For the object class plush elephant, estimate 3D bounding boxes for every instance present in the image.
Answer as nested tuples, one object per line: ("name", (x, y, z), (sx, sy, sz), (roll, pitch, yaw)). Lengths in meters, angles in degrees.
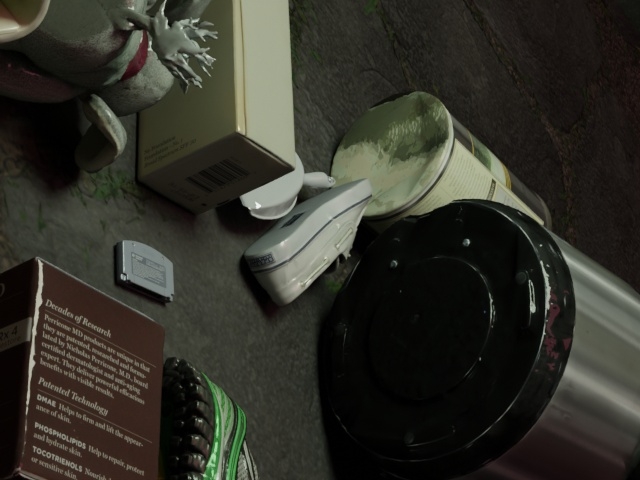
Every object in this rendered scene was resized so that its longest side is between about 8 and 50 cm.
("plush elephant", (-0.240, -0.226, 1.518), (0.330, 0.255, 0.272), (35, 76, 7))

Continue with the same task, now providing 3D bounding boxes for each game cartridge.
("game cartridge", (-0.195, 0.032, 1.622), (0.083, 0.017, 0.056), (29, 51, -47))

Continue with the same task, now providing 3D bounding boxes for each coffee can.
("coffee can", (0.174, -0.055, 2.084), (0.275, 0.201, 0.202), (38, 41, -41))

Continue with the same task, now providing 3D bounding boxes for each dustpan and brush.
("dustpan and brush", (-0.051, -0.086, 1.871), (0.211, 0.060, 0.147), (-5, 58, -39))

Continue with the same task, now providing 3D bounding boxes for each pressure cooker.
("pressure cooker", (0.260, 0.176, 1.892), (0.420, 0.375, 0.370), (28, 42, -45))

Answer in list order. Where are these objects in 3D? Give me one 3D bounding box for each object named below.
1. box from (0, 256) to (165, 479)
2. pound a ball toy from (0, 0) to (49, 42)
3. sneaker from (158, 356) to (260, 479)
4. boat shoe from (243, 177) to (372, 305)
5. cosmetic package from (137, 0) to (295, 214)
("box", (-0.255, 0.157, 1.289), (0.167, 0.168, 0.203), (33, 44, -43))
("pound a ball toy", (-0.407, -0.303, 1.312), (0.208, 0.136, 0.319), (-18, 57, -40))
("sneaker", (-0.108, 0.290, 1.473), (0.146, 0.134, 0.344), (34, 43, -45))
("boat shoe", (0.000, 0.000, 1.879), (0.088, 0.096, 0.267), (65, 31, -12))
("cosmetic package", (-0.125, -0.206, 1.748), (0.113, 0.160, 0.310), (31, 45, -45))
